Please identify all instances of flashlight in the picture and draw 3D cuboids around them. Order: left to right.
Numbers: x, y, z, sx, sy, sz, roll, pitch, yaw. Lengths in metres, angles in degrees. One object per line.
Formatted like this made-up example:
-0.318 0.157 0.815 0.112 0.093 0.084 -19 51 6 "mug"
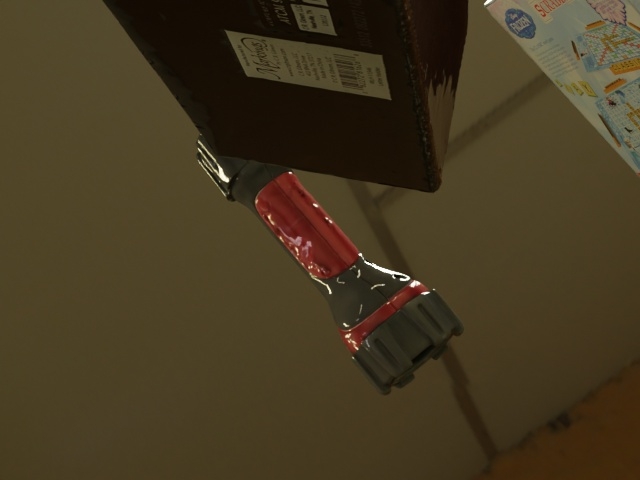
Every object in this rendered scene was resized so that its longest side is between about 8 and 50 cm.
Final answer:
0.000 0.000 1.131 0.103 0.304 0.103 -47 -15 28 "flashlight"

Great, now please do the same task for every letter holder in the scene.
0.003 -0.179 0.647 0.302 0.152 0.214 60 -139 -73 "letter holder"

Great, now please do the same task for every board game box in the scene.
0.328 -0.170 1.208 0.066 0.319 0.318 -44 -85 -5 "board game box"
